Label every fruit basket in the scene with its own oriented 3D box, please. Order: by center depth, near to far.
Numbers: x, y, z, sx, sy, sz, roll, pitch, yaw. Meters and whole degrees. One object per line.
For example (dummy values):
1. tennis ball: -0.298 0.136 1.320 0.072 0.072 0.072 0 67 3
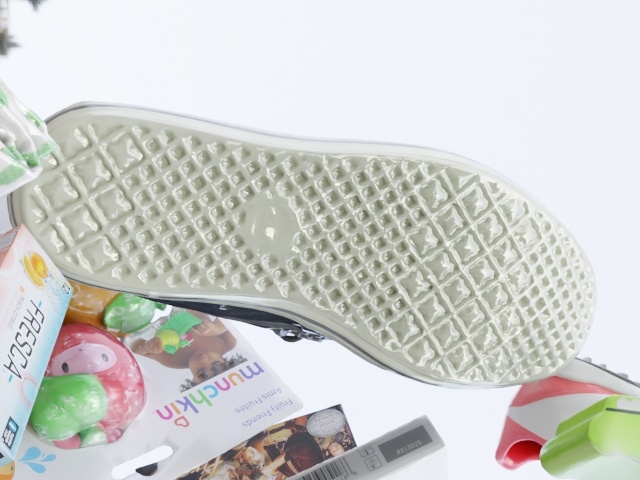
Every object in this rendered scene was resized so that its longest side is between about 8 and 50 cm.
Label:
1. fruit basket: -0.238 0.084 0.974 0.353 0.327 0.165 42 -45 30

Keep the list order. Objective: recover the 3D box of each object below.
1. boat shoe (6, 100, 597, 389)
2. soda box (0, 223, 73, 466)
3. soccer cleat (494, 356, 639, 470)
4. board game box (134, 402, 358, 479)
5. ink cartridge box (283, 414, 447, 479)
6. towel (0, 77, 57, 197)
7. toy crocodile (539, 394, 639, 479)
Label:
1. boat shoe: 0.000 0.000 0.869 0.156 0.500 0.187 -160 -97 -71
2. soda box: -0.203 0.064 0.640 0.063 0.058 0.183 58 14 -25
3. soccer cleat: 0.287 0.188 0.880 0.318 0.116 0.108 18 -20 46
4. board game box: -0.069 0.275 1.141 0.165 0.243 0.042 -115 -170 -57
5. ink cartridge box: 0.045 0.244 0.968 0.045 0.145 0.179 58 -16 36
6. towel: -0.305 -0.102 0.450 0.325 0.247 0.038 52 27 -31
7. toy crocodile: 0.294 0.147 0.632 0.115 0.340 0.105 131 -34 -58
